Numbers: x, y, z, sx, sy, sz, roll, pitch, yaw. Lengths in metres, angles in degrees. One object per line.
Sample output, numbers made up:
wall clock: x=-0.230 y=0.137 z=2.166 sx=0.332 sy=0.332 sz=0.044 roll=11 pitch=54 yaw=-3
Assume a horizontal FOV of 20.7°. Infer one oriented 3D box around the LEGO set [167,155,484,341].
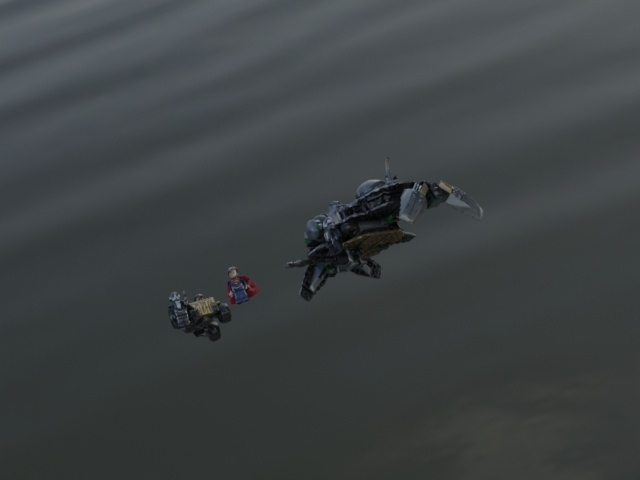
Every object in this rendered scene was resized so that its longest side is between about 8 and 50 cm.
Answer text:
LEGO set: x=-0.001 y=0.000 z=0.447 sx=0.083 sy=0.023 sz=0.054 roll=-17 pitch=-15 yaw=-9
